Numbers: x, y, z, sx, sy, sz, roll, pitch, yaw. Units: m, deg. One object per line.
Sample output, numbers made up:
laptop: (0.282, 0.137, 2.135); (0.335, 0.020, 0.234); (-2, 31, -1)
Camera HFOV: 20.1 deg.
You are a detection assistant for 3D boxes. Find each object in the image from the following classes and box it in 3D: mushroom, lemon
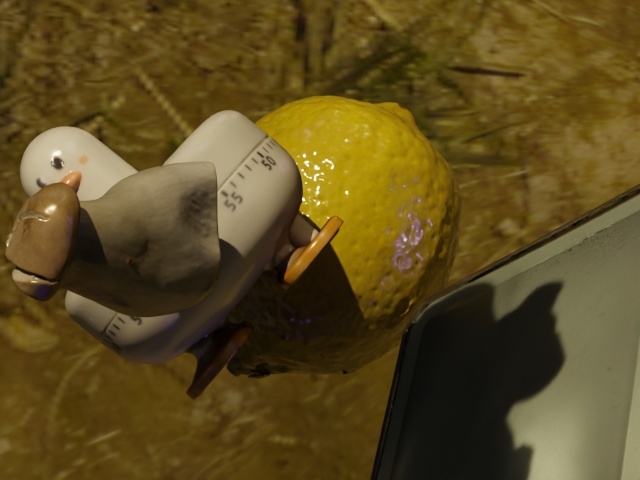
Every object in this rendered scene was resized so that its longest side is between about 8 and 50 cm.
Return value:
mushroom: (-0.145, 0.004, 1.292); (0.093, 0.225, 0.116); (14, 106, 35)
lemon: (0.000, 0.000, 1.749); (0.253, 0.253, 0.310); (34, 86, 12)

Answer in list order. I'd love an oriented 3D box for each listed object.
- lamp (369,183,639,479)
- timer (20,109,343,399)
lamp: (0.126, 0.108, 1.110); (0.047, 0.269, 0.266); (35, 140, -24)
timer: (-0.134, -0.015, 1.534); (0.240, 0.233, 0.233); (39, 104, -1)
